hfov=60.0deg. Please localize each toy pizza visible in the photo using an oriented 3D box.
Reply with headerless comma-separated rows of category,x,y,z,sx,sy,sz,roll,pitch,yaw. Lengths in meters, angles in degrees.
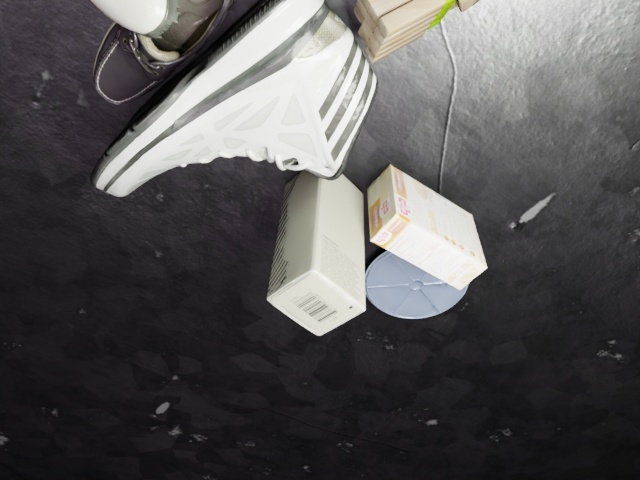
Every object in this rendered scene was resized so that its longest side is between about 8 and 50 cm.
toy pizza,0.184,0.075,1.071,0.202,0.032,0.201,1,130,1

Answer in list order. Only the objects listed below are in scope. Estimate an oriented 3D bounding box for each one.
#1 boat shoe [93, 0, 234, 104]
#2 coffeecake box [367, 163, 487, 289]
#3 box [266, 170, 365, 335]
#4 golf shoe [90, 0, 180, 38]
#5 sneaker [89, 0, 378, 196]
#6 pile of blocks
boat shoe,-0.218,-0.276,0.747,0.285,0.092,0.103,-30,123,25
coffeecake box,0.171,-0.023,0.914,0.186,0.142,0.068,28,126,-20
box,0.000,0.000,0.854,0.094,0.275,0.113,-35,120,28
golf shoe,-0.283,-0.342,0.632,0.105,0.120,0.273,-38,101,25
sneaker,-0.114,-0.136,0.802,0.448,0.169,0.257,-31,119,25
pile of blocks,0.184,-0.364,0.659,0.362,0.149,0.112,-30,91,17
